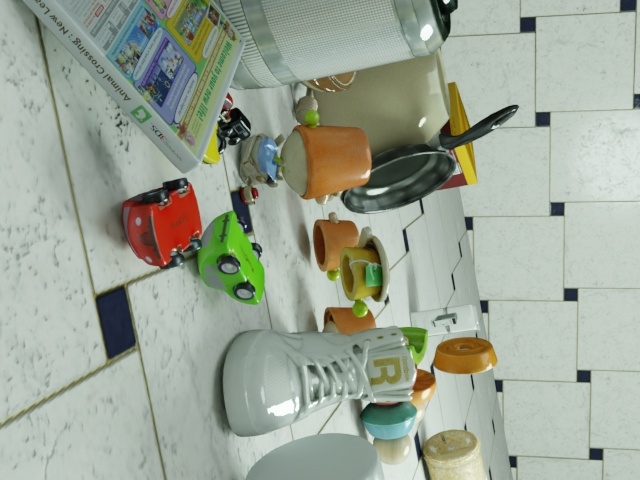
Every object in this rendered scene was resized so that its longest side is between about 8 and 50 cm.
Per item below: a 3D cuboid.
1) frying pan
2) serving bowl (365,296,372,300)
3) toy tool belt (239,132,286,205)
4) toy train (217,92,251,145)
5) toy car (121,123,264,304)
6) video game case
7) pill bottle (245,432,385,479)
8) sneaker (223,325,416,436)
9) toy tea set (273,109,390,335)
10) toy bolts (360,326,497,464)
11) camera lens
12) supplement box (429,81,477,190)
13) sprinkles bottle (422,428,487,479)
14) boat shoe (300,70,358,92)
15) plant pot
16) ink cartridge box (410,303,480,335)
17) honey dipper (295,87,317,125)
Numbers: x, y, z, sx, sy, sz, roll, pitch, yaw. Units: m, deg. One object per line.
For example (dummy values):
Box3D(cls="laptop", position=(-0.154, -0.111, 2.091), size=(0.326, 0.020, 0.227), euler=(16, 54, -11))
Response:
Box3D(cls="frying pan", position=(0.151, -0.132, 1.437), size=(0.326, 0.197, 0.053), euler=(-54, -130, 55))
Box3D(cls="serving bowl", position=(0.088, 0.062, 1.549), size=(0.083, 0.027, 0.083), euler=(-8, 90, -75))
Box3D(cls="toy tool belt", position=(-0.064, -0.083, 1.026), size=(0.052, 0.051, 0.083), euler=(55, 30, -58))
Box3D(cls="toy train", position=(-0.107, -0.141, 0.921), size=(0.027, 0.036, 0.158), euler=(69, 10, 24))
Box3D(cls="toy car", position=(-0.109, -0.019, 0.822), size=(0.225, 0.053, 0.239), euler=(66, 21, -44))
Box3D(cls="video game case", position=(-0.144, -0.184, 0.735), size=(0.193, 0.023, 0.212), euler=(49, 29, -28))
Box3D(cls="pill bottle", position=(0.021, 0.344, 0.882), size=(0.162, 0.162, 0.279), euler=(-57, 136, -68))
Box3D(cls="sneaker", position=(0.014, 0.138, 0.968), size=(0.292, 0.169, 0.108), euler=(-9, 92, -74))
Box3D(cls="toy tea set", position=(0.000, 0.000, 1.176), size=(0.200, 0.124, 0.336), euler=(137, -55, -72))
Box3D(cls="toy bolts", position=(0.160, 0.253, 1.421), size=(0.228, 0.218, 0.159), euler=(-26, 114, -56))
Box3D(cls="camera lens", position=(-0.007, -0.278, 0.921), size=(0.219, 0.274, 0.219), euler=(-9, 90, -75))
Box3D(cls="supplement box", position=(0.190, -0.188, 1.747), size=(0.191, 0.194, 0.129), euler=(50, 34, -62))
Box3D(cls="sprinkles bottle", position=(0.304, 0.571, 1.865), size=(0.121, 0.121, 0.355), euler=(-62, 140, -66))
Box3D(cls="boat shoe", position=(-0.007, -0.318, 1.196), size=(0.324, 0.119, 0.123), euler=(56, 48, -52))
Box3D(cls="plant pot", position=(0.114, -0.254, 1.519), size=(0.284, 0.190, 0.284), euler=(-9, 90, -74))
Box3D(cls="ink cartridge box", position=(0.271, 0.175, 1.949), size=(0.099, 0.135, 0.056), euler=(23, 59, -73))
Box3D(cls="honey dipper", position=(-0.015, -0.224, 1.335), size=(0.161, 0.030, 0.030), euler=(-82, 157, -52))
